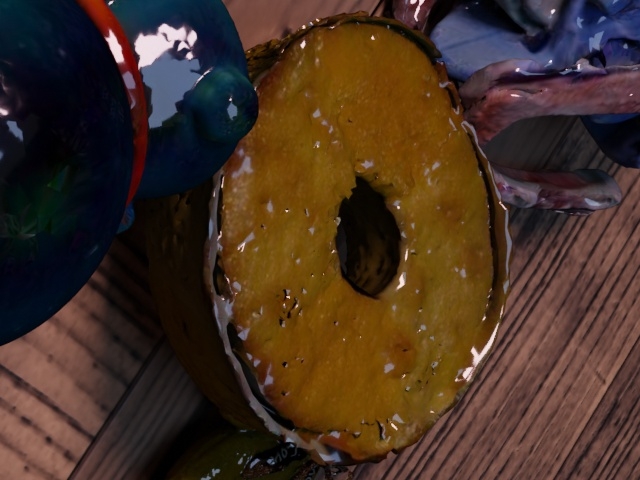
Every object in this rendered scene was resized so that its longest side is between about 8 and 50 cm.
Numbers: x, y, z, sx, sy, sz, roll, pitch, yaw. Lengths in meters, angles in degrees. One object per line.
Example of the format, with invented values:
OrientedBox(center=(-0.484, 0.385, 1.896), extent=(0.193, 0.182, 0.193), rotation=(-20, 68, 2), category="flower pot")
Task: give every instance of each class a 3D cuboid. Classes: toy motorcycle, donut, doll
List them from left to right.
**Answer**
OrientedBox(center=(-0.158, -0.058, 0.872), extent=(0.322, 0.186, 0.198), rotation=(-31, 129, -38), category="doll")
OrientedBox(center=(-0.017, 0.138, 1.192), extent=(0.209, 0.097, 0.137), rotation=(-40, 137, -21), category="doll")
OrientedBox(center=(0.000, 0.000, 1.094), extent=(0.272, 0.107, 0.272), rotation=(-5, 97, -44), category="donut")
OrientedBox(center=(0.184, -0.139, 1.251), extent=(0.319, 0.241, 0.182), rotation=(7, 63, -43), category="toy motorcycle")
